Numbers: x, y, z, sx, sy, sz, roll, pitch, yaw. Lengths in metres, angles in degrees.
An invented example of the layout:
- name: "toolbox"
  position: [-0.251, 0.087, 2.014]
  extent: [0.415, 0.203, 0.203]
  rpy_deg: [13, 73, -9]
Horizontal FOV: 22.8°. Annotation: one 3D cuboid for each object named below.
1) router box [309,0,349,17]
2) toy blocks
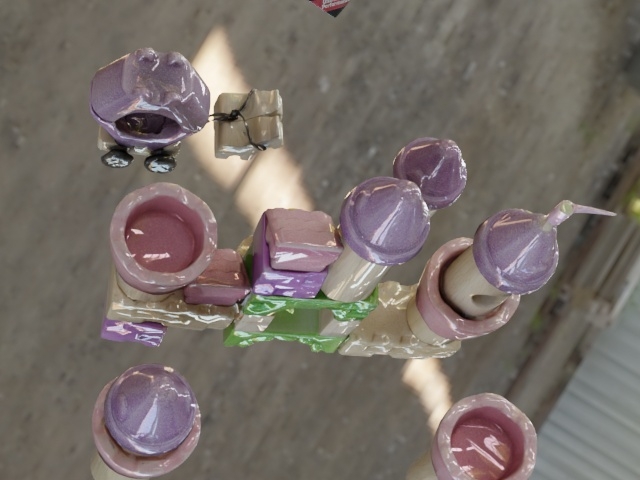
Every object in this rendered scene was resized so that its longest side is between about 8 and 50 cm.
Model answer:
- name: "router box"
  position: [-0.009, -0.164, 0.695]
  extent: [0.092, 0.038, 0.122]
  rpy_deg: [-50, 138, 13]
- name: "toy blocks"
  position: [0.000, 0.000, 1.002]
  extent: [0.260, 0.289, 0.309]
  rpy_deg: [123, -31, -65]
